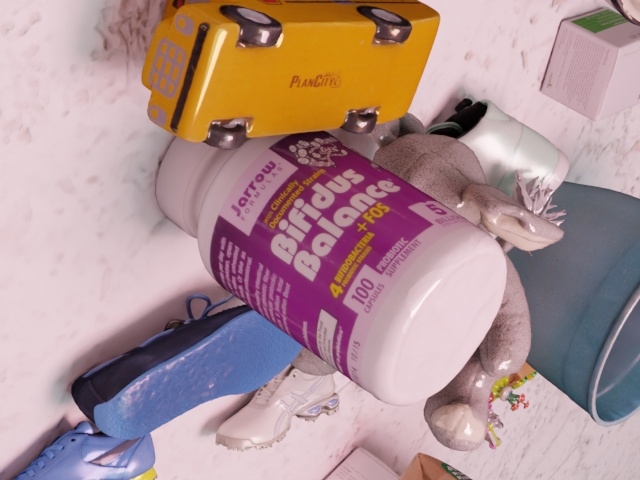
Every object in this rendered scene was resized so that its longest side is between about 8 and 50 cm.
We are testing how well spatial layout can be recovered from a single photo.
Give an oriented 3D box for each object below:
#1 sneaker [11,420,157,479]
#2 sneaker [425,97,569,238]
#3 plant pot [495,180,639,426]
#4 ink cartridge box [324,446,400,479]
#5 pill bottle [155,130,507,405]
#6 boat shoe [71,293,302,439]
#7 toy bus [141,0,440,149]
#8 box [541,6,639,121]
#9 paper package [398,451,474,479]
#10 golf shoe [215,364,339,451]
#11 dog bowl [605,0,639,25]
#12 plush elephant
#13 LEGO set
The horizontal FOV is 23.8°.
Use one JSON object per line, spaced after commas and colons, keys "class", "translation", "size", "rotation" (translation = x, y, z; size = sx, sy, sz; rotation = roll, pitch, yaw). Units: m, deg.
{"class": "sneaker", "translation": [-0.252, 0.220, 1.434], "size": [0.209, 0.069, 0.082], "rotation": [-20, 102, -33]}
{"class": "sneaker", "translation": [0.139, -0.053, 1.723], "size": [0.151, 0.094, 0.256], "rotation": [38, 111, -22]}
{"class": "plant pot", "translation": [0.319, 0.049, 1.882], "size": [0.271, 0.255, 0.272], "rotation": [-35, 143, -32]}
{"class": "ink cartridge box", "translation": [0.017, 0.394, 1.942], "size": [0.218, 0.092, 0.159], "rotation": [-44, 148, -24]}
{"class": "pill bottle", "translation": [0.000, 0.000, 1.332], "size": [0.169, 0.301, 0.169], "rotation": [-36, 145, -32]}
{"class": "boat shoe", "translation": [-0.126, 0.103, 1.473], "size": [0.258, 0.089, 0.109], "rotation": [-16, 118, -41]}
{"class": "toy bus", "translation": [-0.028, -0.163, 1.308], "size": [0.332, 0.130, 0.108], "rotation": [-11, 128, -51]}
{"class": "box", "translation": [0.337, -0.212, 1.824], "size": [0.101, 0.087, 0.102], "rotation": [-22, 136, -44]}
{"class": "paper package", "translation": [0.149, 0.465, 1.945], "size": [0.309, 0.168, 0.325], "rotation": [-56, 151, -7]}
{"class": "golf shoe", "translation": [-0.053, 0.172, 1.678], "size": [0.176, 0.069, 0.086], "rotation": [-25, 118, -46]}
{"class": "dog bowl", "translation": [0.368, -0.439, 1.594], "size": [0.408, 0.150, 0.408], "rotation": [-36, 144, -32]}
{"class": "plush elephant", "translation": [0.103, 0.006, 1.538], "size": [0.330, 0.272, 0.255], "rotation": [-49, 141, -10]}
{"class": "LEGO set", "translation": [0.235, 0.216, 2.066], "size": [0.132, 0.107, 0.287], "rotation": [-60, 149, 6]}
